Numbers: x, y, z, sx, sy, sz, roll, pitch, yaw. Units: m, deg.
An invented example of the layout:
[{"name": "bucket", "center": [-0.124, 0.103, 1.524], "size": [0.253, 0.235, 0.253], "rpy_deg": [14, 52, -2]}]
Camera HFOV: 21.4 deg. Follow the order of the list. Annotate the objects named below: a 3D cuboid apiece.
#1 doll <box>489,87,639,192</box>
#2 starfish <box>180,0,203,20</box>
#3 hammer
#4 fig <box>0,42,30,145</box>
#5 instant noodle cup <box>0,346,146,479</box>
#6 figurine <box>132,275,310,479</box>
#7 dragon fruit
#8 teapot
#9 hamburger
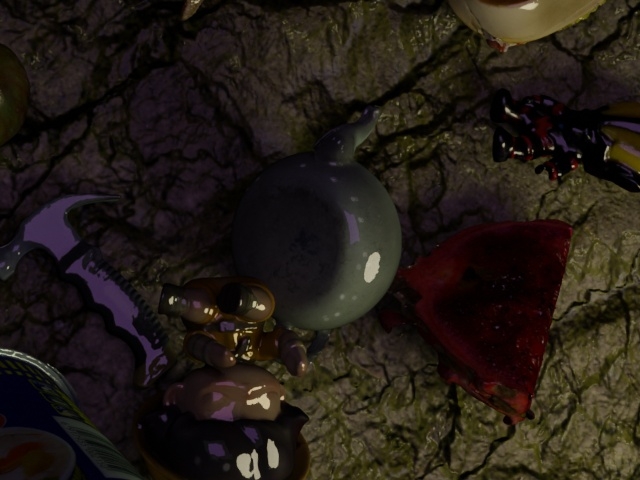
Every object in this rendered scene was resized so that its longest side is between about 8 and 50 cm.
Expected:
[{"name": "doll", "center": [0.320, -0.115, 1.958], "size": [0.249, 0.088, 0.127], "rpy_deg": [13, 80, -7]}, {"name": "starfish", "center": [-0.055, -0.417, 1.902], "size": [0.294, 0.084, 0.301], "rpy_deg": [-14, 95, -31]}, {"name": "hammer", "center": [-0.237, 0.055, 1.832], "size": [0.159, 0.041, 0.226], "rpy_deg": [-39, 91, -13]}, {"name": "fig", "center": [-0.368, -0.179, 1.730], "size": [0.149, 0.245, 0.149], "rpy_deg": [2, 76, -8]}, {"name": "instant noodle cup", "center": [-0.271, 0.277, 1.603], "size": [0.284, 0.312, 0.284], "rpy_deg": [-13, 113, -34]}, {"name": "figurine", "center": [-0.100, 0.165, 1.775], "size": [0.192, 0.167, 0.256], "rpy_deg": [4, 91, -12]}, {"name": "dragon fruit", "center": [0.165, 0.085, 1.884], "size": [0.212, 0.134, 0.262], "rpy_deg": [21, 48, 7]}, {"name": "teapot", "center": [0.000, 0.000, 1.830], "size": [0.193, 0.129, 0.294], "rpy_deg": [19, 105, 29]}, {"name": "hamburger", "center": [0.242, -0.319, 1.960], "size": [0.210, 0.116, 0.173], "rpy_deg": [-35, 83, -11]}]
